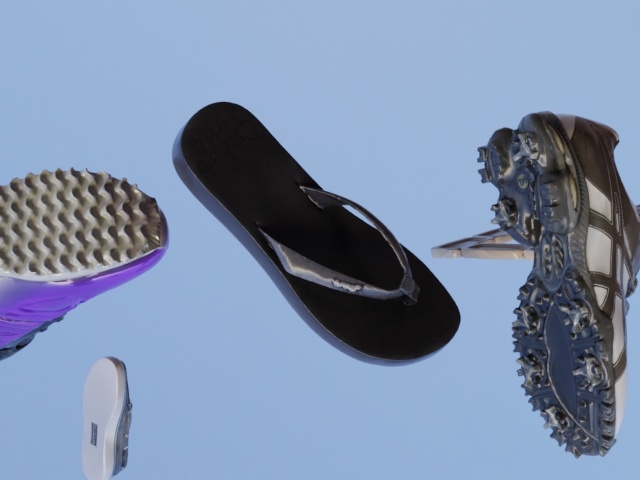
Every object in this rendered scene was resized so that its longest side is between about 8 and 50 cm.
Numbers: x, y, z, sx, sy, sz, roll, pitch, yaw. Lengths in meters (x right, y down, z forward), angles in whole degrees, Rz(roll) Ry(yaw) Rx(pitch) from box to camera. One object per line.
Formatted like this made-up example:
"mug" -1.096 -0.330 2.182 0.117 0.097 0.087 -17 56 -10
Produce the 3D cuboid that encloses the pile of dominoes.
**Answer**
"pile of dominoes" 0.243 0.006 1.193 0.251 0.196 0.040 -15 -78 -47

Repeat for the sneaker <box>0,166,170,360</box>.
"sneaker" -0.254 0.036 1.181 0.146 0.293 0.102 66 -168 -56

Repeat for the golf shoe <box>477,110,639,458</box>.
"golf shoe" 0.156 0.022 0.816 0.094 0.077 0.198 -11 -87 -35

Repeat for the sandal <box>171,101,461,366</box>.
"sandal" -0.001 0.000 1.037 0.254 0.054 0.097 40 -120 -10

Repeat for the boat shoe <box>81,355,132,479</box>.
"boat shoe" -0.210 0.176 1.435 0.049 0.142 0.040 28 -152 34
